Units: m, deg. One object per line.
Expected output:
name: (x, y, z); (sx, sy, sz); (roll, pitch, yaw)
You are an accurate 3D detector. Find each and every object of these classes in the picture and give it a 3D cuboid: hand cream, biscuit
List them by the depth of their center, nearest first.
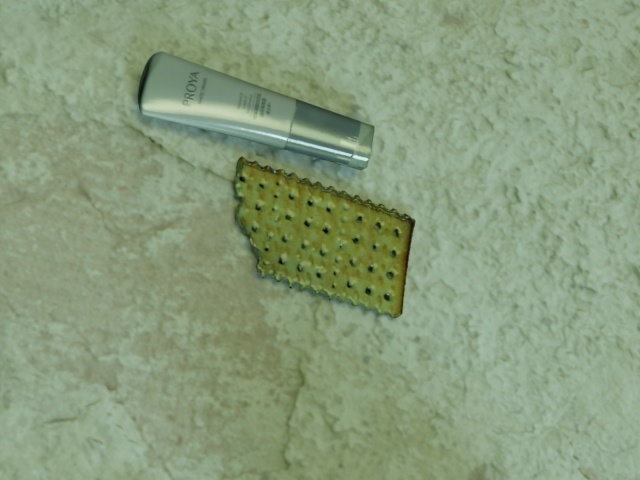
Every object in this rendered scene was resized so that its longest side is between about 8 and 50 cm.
biscuit: (0.000, -0.001, 1.910); (0.203, 0.016, 0.144); (17, 54, -14)
hand cream: (-0.068, -0.132, 1.943); (0.255, 0.048, 0.079); (17, 56, -12)
